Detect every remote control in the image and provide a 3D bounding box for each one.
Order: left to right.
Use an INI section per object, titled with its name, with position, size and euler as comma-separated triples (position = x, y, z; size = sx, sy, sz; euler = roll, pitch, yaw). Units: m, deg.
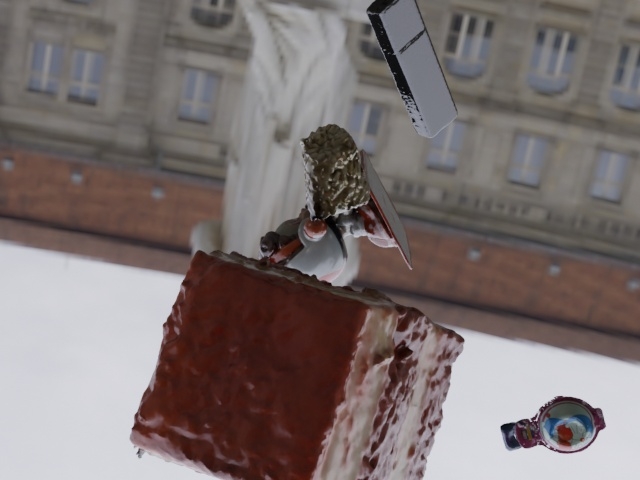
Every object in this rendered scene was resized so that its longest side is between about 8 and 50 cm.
[remote control]
position = 0.106, -0.201, 1.593
size = 0.025, 0.063, 0.245
euler = 42, 171, 34

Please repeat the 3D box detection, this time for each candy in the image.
[candy]
position = 0.013, -0.080, 1.700
size = 0.085, 0.110, 0.095
euler = -20, -157, -11

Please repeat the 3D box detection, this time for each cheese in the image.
[cheese]
position = 0.327, 0.263, 1.985
size = 0.145, 0.095, 0.038
euler = -14, -161, 11

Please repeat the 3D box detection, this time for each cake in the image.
[cake]
position = -0.022, 0.173, 1.651
size = 0.269, 0.270, 0.319
euler = 15, 176, 26

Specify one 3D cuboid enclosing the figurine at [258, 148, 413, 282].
[figurine]
position = 0.000, 0.000, 2.076
size = 0.226, 0.160, 0.183
euler = -27, -164, 9
